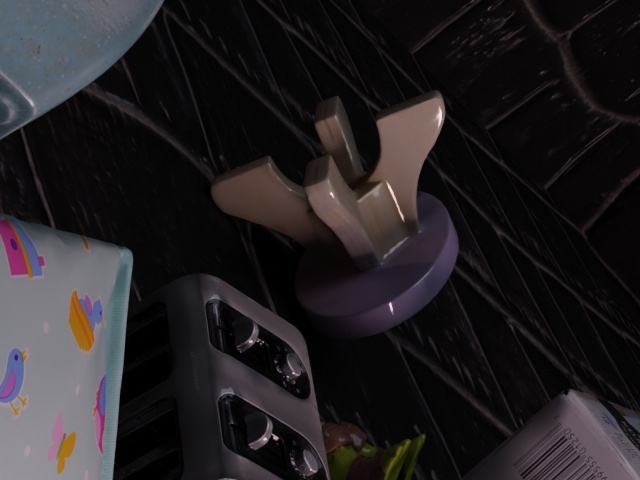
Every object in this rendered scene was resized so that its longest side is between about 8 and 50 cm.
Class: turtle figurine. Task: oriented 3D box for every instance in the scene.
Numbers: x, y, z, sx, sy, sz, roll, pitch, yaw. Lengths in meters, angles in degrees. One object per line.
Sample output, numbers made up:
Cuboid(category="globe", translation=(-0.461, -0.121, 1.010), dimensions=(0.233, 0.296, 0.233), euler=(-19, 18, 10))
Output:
Cuboid(category="turtle figurine", translation=(-0.037, 0.135, 1.304), dimensions=(0.217, 0.087, 0.269), euler=(25, -10, 16))

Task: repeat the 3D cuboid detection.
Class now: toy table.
Cuboid(category="toy table", translation=(0.033, -0.035, 1.728), dimensions=(0.274, 0.252, 0.161), euler=(-115, 179, -69))

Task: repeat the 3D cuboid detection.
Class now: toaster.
Cuboid(category="toaster", translation=(-0.094, 0.133, 1.039), dimensions=(0.110, 0.185, 0.168), euler=(42, 26, -39))

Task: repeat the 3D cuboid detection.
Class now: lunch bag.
Cuboid(category="lunch bag", translation=(-0.200, 0.111, 0.744), dimensions=(0.223, 0.160, 0.262), euler=(20, 77, -67))

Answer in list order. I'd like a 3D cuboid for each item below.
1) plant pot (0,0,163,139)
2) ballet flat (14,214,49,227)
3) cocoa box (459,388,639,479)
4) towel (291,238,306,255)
Cuboid(category="plant pot", translation=(-0.258, -0.175, 1.133), dimensions=(0.247, 0.248, 0.252), euler=(44, 35, -31))
Cuboid(category="ballet flat", translation=(-0.207, 0.058, 1.066), dimensions=(0.058, 0.084, 0.250), euler=(21, 30, -19))
Cuboid(category="cocoa box", translation=(0.277, 0.340, 1.497), dimensions=(0.347, 0.231, 0.228), euler=(54, 18, 28))
Cuboid(category="towel", translation=(0.000, 0.000, 1.916), dimensions=(0.067, 0.029, 0.119), euler=(50, 14, -12))
